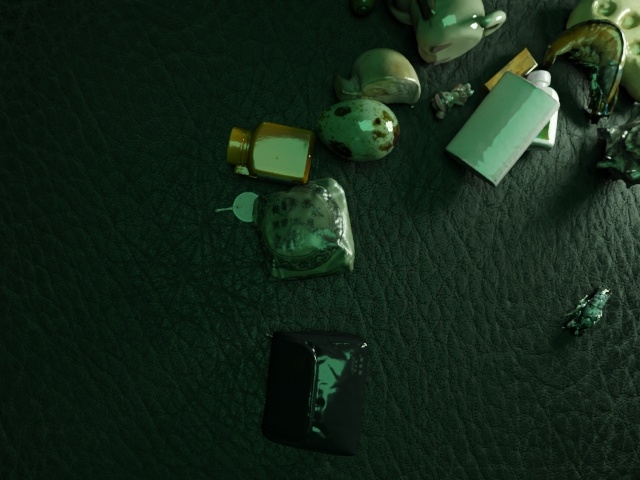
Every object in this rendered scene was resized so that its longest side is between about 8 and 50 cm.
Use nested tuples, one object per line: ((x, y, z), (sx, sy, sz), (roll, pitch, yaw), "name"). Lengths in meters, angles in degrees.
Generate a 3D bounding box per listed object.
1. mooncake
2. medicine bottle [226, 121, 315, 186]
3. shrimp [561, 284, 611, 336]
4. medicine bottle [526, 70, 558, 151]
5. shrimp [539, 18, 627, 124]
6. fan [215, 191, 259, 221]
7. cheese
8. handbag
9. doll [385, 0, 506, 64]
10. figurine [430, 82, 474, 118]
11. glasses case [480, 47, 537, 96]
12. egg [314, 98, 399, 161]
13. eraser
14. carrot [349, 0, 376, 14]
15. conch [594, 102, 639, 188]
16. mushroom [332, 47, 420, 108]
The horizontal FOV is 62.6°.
((-0.043, -0.022, 1.379), (0.254, 0.136, 0.250), (-14, 75, 6), "mooncake")
((-0.134, -0.237, 1.425), (0.222, 0.112, 0.150), (11, 85, -3), "medicine bottle")
((0.746, 0.189, 1.465), (0.082, 0.076, 0.174), (38, 83, 23), "shrimp")
((0.612, -0.369, 1.501), (0.115, 0.078, 0.219), (7, 85, 8), "medicine bottle")
((0.745, -0.474, 1.504), (0.222, 0.054, 0.291), (1, 112, 26), "shrimp")
((-0.225, -0.091, 1.460), (0.133, 0.005, 0.085), (-6, 86, -5), "fan")
((0.878, -0.558, 1.513), (0.328, 0.129, 0.351), (5, 84, 0), "cheese")
((-0.025, 0.382, 1.344), (0.274, 0.178, 0.302), (8, 84, -3), "handbag")
((0.306, -0.654, 1.440), (0.226, 0.215, 0.370), (-39, 78, 23), "doll")
((0.375, -0.401, 1.507), (0.129, 0.054, 0.072), (-27, 102, -13), "figurine")
((0.545, -0.477, 1.527), (0.170, 0.041, 0.065), (-42, 100, -7), "glasses case")
((0.098, -0.299, 1.419), (0.231, 0.169, 0.169), (11, 84, 7), "egg")
((0.494, -0.305, 1.444), (0.174, 0.095, 0.270), (40, 100, 16), "eraser")
((0.130, -0.795, 1.521), (0.078, 0.078, 0.298), (7, 79, -3), "carrot")
((0.912, -0.271, 1.434), (0.313, 0.241, 0.186), (-30, 110, -5), "conch")
((0.157, -0.467, 1.428), (0.236, 0.173, 0.162), (-5, 78, -9), "mushroom")
